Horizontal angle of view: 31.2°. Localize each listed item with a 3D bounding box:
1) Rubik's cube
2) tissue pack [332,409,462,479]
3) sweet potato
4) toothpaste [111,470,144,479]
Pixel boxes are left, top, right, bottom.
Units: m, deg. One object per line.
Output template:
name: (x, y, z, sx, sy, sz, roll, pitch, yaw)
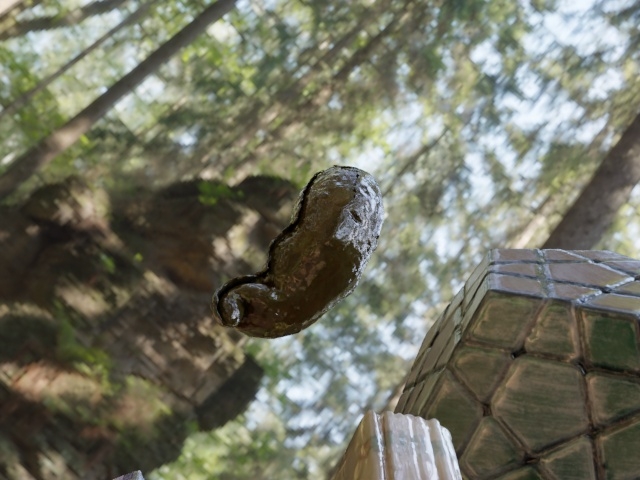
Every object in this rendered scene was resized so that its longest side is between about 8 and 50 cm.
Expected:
Rubik's cube: (0.216, 0.153, 0.988, 0.319, 0.264, 0.319, -6, -47, -7)
tissue pack: (0.034, 0.240, 0.533, 0.071, 0.325, 0.170, 12, -65, -8)
sweet potato: (0.001, 0.000, 1.088, 0.124, 0.310, 0.098, -31, -77, 36)
toothpaste: (-0.124, 0.289, 0.970, 0.196, 0.040, 0.047, 62, 5, -13)
